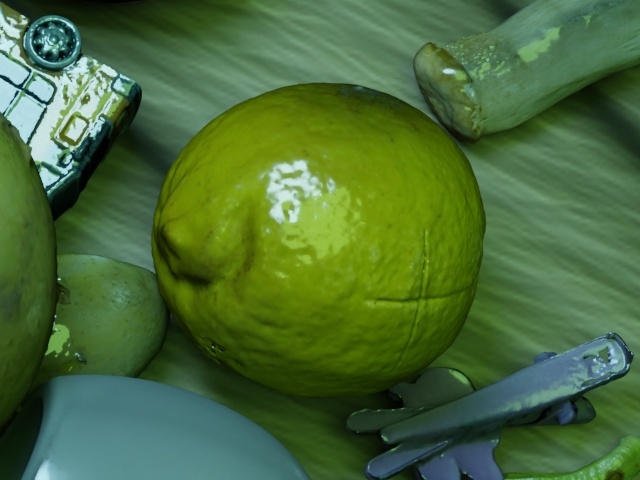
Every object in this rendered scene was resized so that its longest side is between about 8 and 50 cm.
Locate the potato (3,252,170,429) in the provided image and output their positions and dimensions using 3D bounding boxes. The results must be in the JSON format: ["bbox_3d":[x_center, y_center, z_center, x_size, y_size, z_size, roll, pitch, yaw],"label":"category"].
[{"bbox_3d":[-0.223,0.087,1.645,0.194,0.157,0.157,-17,81,-30],"label":"potato"}]

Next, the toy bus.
[{"bbox_3d":[-0.312,-0.140,1.671,0.275,0.138,0.167,31,74,-3],"label":"toy bus"}]

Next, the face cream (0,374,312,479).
[{"bbox_3d":[-0.118,0.287,1.536,0.357,0.219,0.312,32,59,-19],"label":"face cream"}]

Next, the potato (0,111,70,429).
[{"bbox_3d":[-0.396,-0.009,1.482,0.442,0.385,0.319,26,67,17],"label":"potato"}]

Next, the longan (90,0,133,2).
[{"bbox_3d":[-0.189,-0.351,1.697,0.300,0.243,0.300,13,52,-17],"label":"longan"}]

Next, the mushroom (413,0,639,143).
[{"bbox_3d":[0.258,-0.193,1.848,0.351,0.095,0.123,-17,101,-16],"label":"mushroom"}]

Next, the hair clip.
[{"bbox_3d":[0.160,0.167,1.739,0.278,0.090,0.137,-18,72,-14],"label":"hair clip"}]

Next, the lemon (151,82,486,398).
[{"bbox_3d":[-0.001,0.000,1.634,0.297,0.297,0.297,3,76,-13],"label":"lemon"}]

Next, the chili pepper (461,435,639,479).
[{"bbox_3d":[0.230,0.227,1.765,0.208,0.043,0.049,-13,93,-15],"label":"chili pepper"}]
